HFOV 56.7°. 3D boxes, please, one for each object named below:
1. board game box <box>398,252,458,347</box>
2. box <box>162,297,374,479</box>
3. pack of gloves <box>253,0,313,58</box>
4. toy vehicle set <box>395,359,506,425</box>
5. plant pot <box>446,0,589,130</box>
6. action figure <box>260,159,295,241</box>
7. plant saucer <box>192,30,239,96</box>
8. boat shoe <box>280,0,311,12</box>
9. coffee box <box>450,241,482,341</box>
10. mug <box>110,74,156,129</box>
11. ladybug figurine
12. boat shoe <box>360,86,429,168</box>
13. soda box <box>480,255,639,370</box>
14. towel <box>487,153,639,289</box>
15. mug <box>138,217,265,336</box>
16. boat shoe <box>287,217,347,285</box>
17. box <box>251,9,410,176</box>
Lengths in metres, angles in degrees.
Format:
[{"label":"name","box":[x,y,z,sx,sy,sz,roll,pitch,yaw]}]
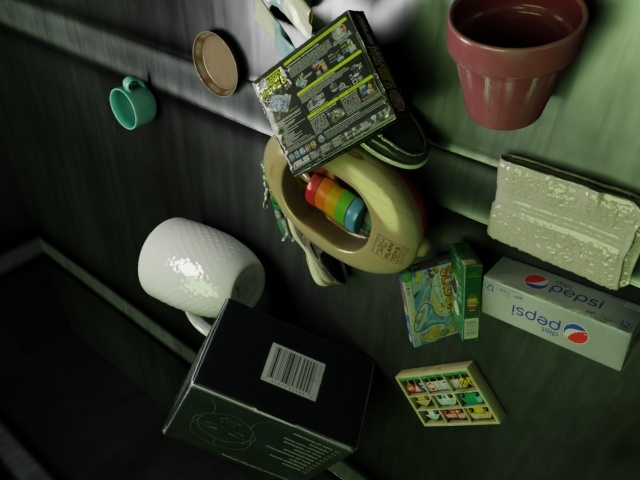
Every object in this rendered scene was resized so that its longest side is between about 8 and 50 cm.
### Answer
[{"label":"board game box","box":[0.257,0.136,1.348,0.035,0.136,0.201,-118,13,-63]},{"label":"box","box":[-0.166,0.475,1.777,0.480,0.297,0.471,25,140,-8]},{"label":"pack of gloves","box":[-0.099,-0.459,1.221,0.232,0.046,0.195,55,160,23]},{"label":"toy vehicle set","box":[0.331,0.403,1.546,0.267,0.035,0.166,-26,97,52]},{"label":"plant pot","box":[0.301,-0.284,0.944,0.201,0.201,0.180,30,151,29]},{"label":"action figure","box":[-0.112,-0.111,1.609,0.137,0.063,0.232,-1,113,51]},{"label":"plant saucer","box":[-0.264,-0.455,1.528,0.168,0.029,0.168,26,135,30]},{"label":"boat shoe","box":[-0.094,-0.576,1.215,0.081,0.079,0.227,0,121,42]},{"label":"coffee box","box":[0.308,0.108,1.262,0.041,0.113,0.184,-5,114,0]},{"label":"mug","box":[-0.558,-0.421,1.809,0.158,0.097,0.129,-20,102,51]},{"label":"ladybug figurine","box":[0.069,-0.104,1.334,0.449,0.162,0.305,38,139,21]},{"label":"boat shoe","box":[0.102,-0.291,1.188,0.340,0.127,0.113,54,155,16]},{"label":"soda box","box":[0.463,0.135,1.158,0.286,0.091,0.098,22,133,34]},{"label":"towel","box":[0.443,-0.034,1.086,0.282,0.049,0.187,26,134,32]},{"label":"mug","box":[-0.351,0.143,1.865,0.328,0.276,0.374,18,120,29]},{"label":"boat shoe","box":[0.000,0.000,1.544,0.092,0.103,0.285,3,124,40]},{"label":"box","box":[0.013,-0.276,1.151,0.270,0.060,0.216,-25,88,38]}]
